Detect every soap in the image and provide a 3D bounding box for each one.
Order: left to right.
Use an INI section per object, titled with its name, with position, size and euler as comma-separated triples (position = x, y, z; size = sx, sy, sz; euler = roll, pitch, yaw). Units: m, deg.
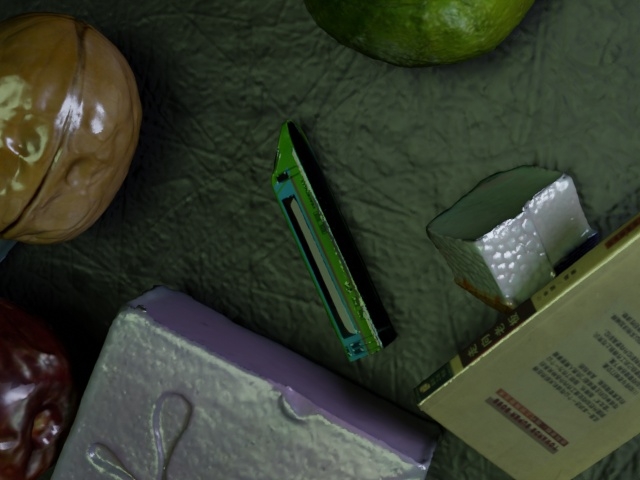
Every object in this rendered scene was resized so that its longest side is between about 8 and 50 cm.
[soap]
position = -0.082, 0.227, 0.735
size = 0.296, 0.107, 0.285
euler = 25, 101, 11

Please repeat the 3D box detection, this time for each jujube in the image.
[jujube]
position = -0.340, 0.127, 0.748
size = 0.243, 0.183, 0.183
euler = 19, 101, 24

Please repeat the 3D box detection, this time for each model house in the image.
[model house]
position = 0.156, 0.008, 0.655
size = 0.100, 0.088, 0.100
euler = -36, 110, -13

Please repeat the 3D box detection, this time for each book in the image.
[book]
position = 0.206, 0.091, 0.625
size = 0.231, 0.026, 0.161
euler = -42, 116, 18

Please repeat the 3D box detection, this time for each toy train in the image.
[toy train]
position = 0.000, 0.000, 0.717
size = 0.042, 0.044, 0.209
euler = -25, 87, 20

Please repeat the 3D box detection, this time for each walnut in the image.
[walnut]
position = -0.245, -0.094, 0.724
size = 0.167, 0.167, 0.207
euler = 31, 103, 13

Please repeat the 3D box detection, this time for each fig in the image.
[fig]
position = 0.060, -0.218, 0.577
size = 0.203, 0.235, 0.203
euler = 3, 100, 15

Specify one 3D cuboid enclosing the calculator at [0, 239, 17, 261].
[calculator]
position = -0.384, -0.013, 0.839
size = 0.246, 0.045, 0.141
euler = -44, 82, 18
